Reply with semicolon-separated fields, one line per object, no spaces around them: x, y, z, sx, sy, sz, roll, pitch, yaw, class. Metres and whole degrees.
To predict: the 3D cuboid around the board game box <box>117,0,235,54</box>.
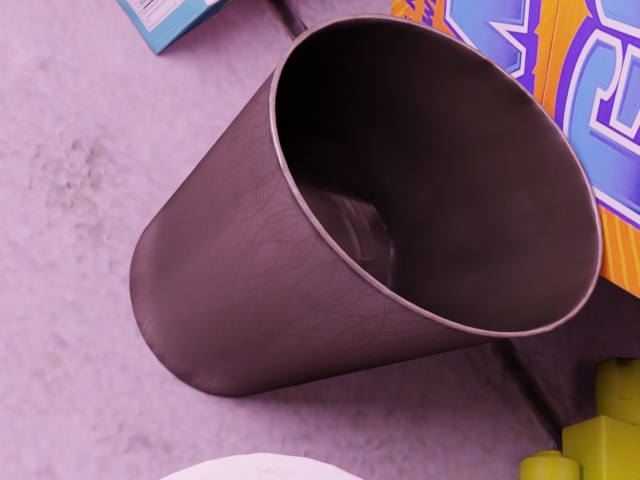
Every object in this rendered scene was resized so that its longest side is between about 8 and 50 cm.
-0.055;-0.313;0.951;0.336;0.079;0.253;-40;97;-37;board game box

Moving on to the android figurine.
0.237;0.222;0.966;0.248;0.056;0.272;17;63;-29;android figurine

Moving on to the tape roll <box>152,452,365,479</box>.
-0.041;0.258;0.733;0.286;0.100;0.286;13;65;-31;tape roll

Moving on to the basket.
0.000;0.000;0.777;0.204;0.227;0.154;27;59;-25;basket

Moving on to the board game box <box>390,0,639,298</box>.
0.289;-0.181;0.832;0.357;0.356;0.356;-4;112;-27;board game box
